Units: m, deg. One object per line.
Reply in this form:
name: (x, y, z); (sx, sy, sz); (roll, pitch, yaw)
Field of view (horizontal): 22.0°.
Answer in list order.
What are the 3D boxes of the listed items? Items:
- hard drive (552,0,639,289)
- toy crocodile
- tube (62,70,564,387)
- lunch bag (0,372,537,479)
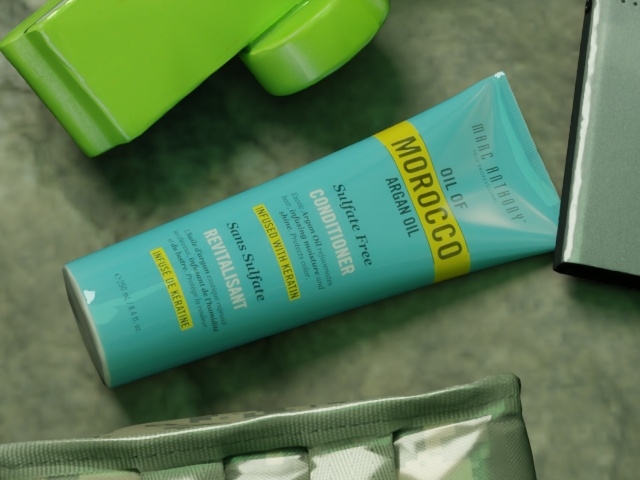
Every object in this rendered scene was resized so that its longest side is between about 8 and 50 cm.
hard drive: (0.153, -0.043, 0.696); (0.094, 0.022, 0.135); (11, 74, -6)
toy crocodile: (0.008, -0.169, 0.694); (0.340, 0.105, 0.115); (-46, 112, -8)
tube: (0.000, 0.000, 0.673); (0.207, 0.052, 0.080); (-21, 89, -15)
lunch bag: (-0.057, 0.180, 0.556); (0.287, 0.169, 0.235); (-8, 78, 3)
